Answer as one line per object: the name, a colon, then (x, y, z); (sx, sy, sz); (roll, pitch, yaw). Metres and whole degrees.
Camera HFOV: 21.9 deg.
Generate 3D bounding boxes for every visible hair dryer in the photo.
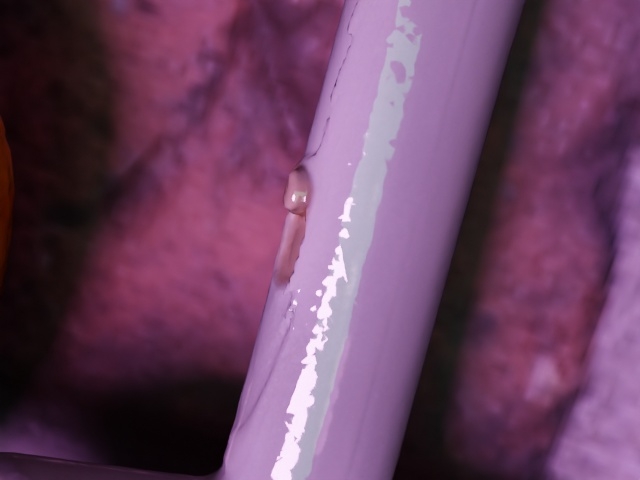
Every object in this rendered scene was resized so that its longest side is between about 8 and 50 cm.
hair dryer: (0.000, 0.000, 0.455); (0.173, 0.107, 0.357); (12, 95, -26)

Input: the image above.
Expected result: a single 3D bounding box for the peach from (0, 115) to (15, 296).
peach: (-0.212, 0.010, 0.449); (0.281, 0.238, 0.281); (-6, 121, -10)
